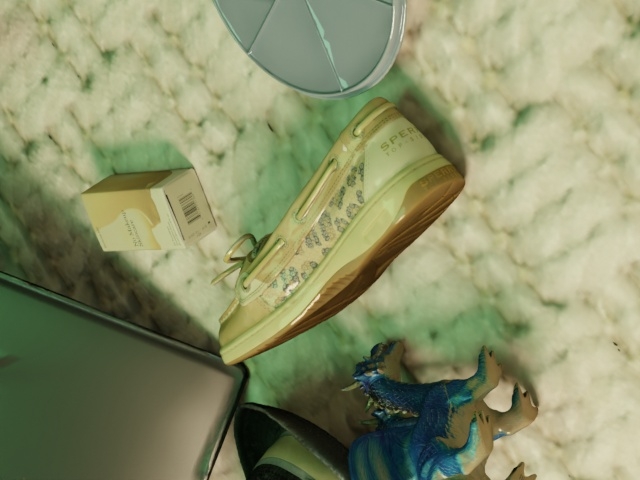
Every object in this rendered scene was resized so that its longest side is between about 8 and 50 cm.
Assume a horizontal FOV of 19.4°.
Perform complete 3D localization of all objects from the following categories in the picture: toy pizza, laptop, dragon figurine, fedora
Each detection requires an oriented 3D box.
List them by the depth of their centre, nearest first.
[{"bbox_3d":[-0.010,-0.198,1.341,0.201,0.032,0.201,27,131,34],"label":"toy pizza"},{"bbox_3d":[0.079,0.168,1.370,0.144,0.289,0.085,-31,118,24],"label":"dragon figurine"},{"bbox_3d":[-0.020,0.296,1.538,0.334,0.152,0.334,45,157,25],"label":"fedora"},{"bbox_3d":[-0.297,0.199,1.797,0.382,0.236,0.408,22,164,0],"label":"laptop"}]

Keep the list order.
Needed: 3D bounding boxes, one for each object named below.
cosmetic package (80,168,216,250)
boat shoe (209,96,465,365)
[{"bbox_3d":[-0.147,-0.025,1.596,0.115,0.041,0.060,-4,113,47],"label":"cosmetic package"},{"bbox_3d":[0.000,0.000,1.423,0.089,0.104,0.285,55,131,9],"label":"boat shoe"}]
